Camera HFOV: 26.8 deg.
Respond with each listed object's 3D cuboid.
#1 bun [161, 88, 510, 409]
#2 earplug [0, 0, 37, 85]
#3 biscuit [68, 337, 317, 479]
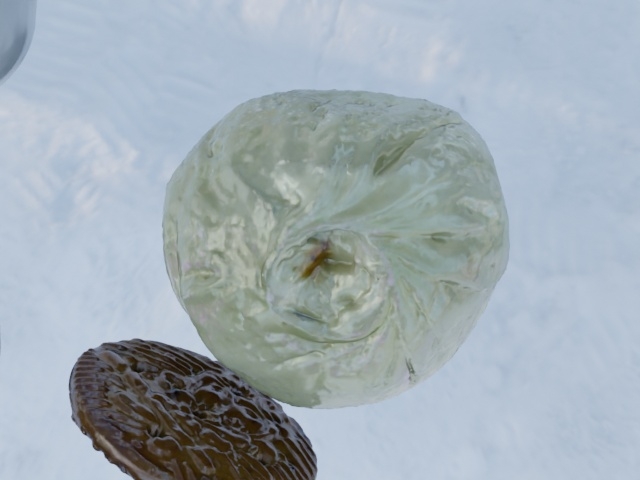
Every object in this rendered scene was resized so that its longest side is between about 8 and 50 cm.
[{"bbox_3d":[0.000,0.000,0.905,0.244,0.153,0.244,2,99,16],"label":"bun"},{"bbox_3d":[-0.193,-0.006,0.355,0.214,0.325,0.175,-3,130,8],"label":"earplug"},{"bbox_3d":[-0.085,0.126,0.932,0.188,0.188,0.027,27,108,-3],"label":"biscuit"}]
